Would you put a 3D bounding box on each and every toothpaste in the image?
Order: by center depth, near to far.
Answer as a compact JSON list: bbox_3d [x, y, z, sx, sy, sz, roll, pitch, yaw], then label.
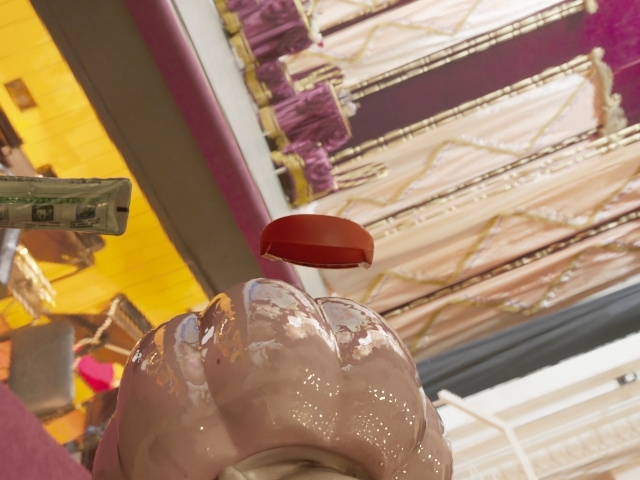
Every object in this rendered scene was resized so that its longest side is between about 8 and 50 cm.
[{"bbox_3d":[-0.270,-0.032,0.613,0.041,0.218,0.064,-115,-145,-47],"label":"toothpaste"}]

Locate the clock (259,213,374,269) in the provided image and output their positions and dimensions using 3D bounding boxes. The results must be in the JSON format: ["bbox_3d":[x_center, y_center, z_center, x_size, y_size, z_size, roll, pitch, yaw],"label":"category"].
[{"bbox_3d":[0.000,0.000,0.784,0.155,0.113,0.061,48,47,-87],"label":"clock"}]

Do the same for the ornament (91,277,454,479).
[{"bbox_3d":[-0.022,0.111,0.364,0.177,0.178,0.177,-22,90,-88],"label":"ornament"}]
